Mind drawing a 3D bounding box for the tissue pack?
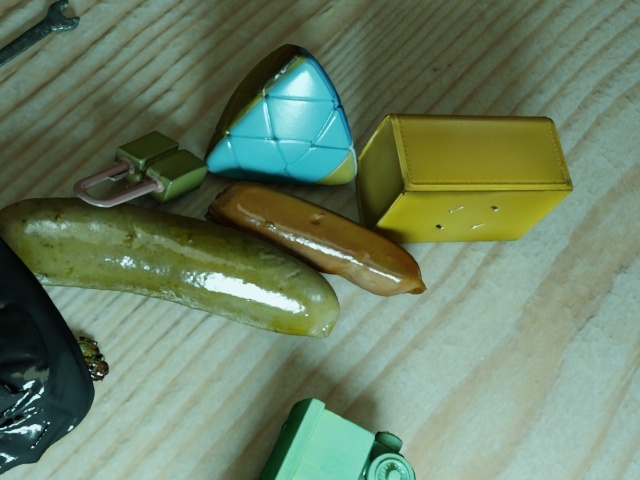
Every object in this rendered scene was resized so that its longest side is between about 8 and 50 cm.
[{"bbox_3d":[0.212,-0.095,1.611,0.274,0.194,0.145,0,65,-19],"label":"tissue pack"}]

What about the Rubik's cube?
[{"bbox_3d":[-0.054,-0.147,1.577,0.254,0.254,0.255,6,67,-15],"label":"Rubik's cube"}]

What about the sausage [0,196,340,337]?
[{"bbox_3d":[-0.206,0.030,1.459,0.500,0.123,0.136,13,79,-14],"label":"sausage"}]

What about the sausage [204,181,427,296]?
[{"bbox_3d":[0.000,0.000,1.553,0.348,0.097,0.094,20,71,-10],"label":"sausage"}]

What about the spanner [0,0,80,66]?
[{"bbox_3d":[-0.465,-0.283,1.564,0.054,0.015,0.254,45,62,3],"label":"spanner"}]

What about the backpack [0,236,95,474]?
[{"bbox_3d":[-0.518,0.174,1.209,0.445,0.255,0.363,-34,66,-12],"label":"backpack"}]

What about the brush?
[{"bbox_3d":[-0.261,-0.086,1.459,0.103,0.047,0.233,32,30,13],"label":"brush"}]

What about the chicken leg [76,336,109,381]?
[{"bbox_3d":[-0.347,0.139,1.419,0.145,0.037,0.062,35,40,-3],"label":"chicken leg"}]

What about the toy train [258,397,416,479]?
[{"bbox_3d":[0.001,0.367,1.391,0.202,0.120,0.301,29,62,-3],"label":"toy train"}]
